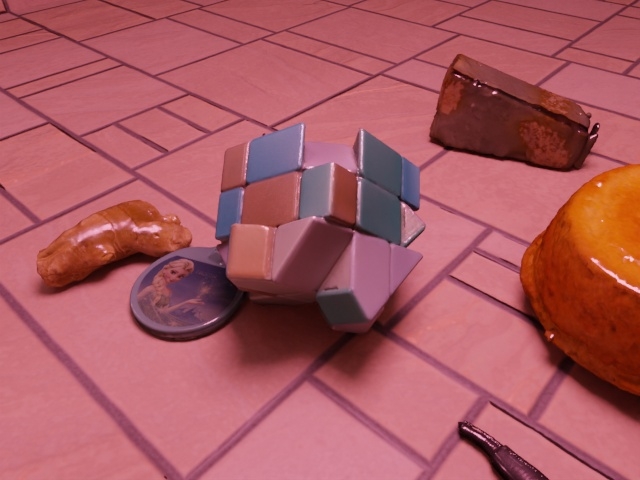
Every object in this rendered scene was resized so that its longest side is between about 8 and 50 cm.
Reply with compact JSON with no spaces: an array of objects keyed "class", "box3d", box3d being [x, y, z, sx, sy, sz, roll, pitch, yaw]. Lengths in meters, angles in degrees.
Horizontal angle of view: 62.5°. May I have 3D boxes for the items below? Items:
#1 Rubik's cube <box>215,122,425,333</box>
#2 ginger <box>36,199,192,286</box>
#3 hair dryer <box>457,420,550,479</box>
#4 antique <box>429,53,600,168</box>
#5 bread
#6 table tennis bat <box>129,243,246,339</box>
[{"class":"Rubik's cube","box3d":[0.000,0.000,0.638,0.224,0.265,0.212,-11,70,39]},{"class":"ginger","box3d":[-0.294,-0.010,0.746,0.206,0.081,0.115,-14,73,-28]},{"class":"hair dryer","box3d":[0.175,0.247,0.462,0.196,0.075,0.219,-23,34,-12]},{"class":"antique","box3d":[0.358,-0.225,0.971,0.284,0.150,0.125,21,43,12]},{"class":"bread","box3d":[0.403,0.039,0.609,0.312,0.172,0.312,-1,42,1]},{"class":"table tennis bat","box3d":[-0.151,0.040,0.721,0.149,0.038,0.237,21,47,24]}]
